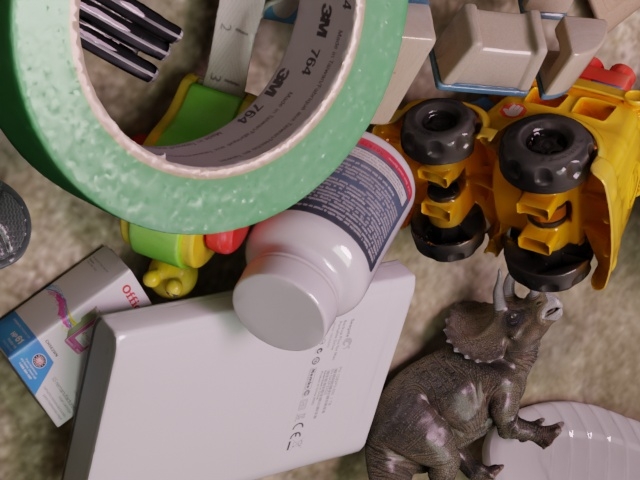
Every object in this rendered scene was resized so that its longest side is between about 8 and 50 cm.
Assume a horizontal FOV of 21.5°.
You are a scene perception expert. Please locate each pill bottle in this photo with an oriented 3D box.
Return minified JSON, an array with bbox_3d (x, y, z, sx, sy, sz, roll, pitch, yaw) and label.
[{"bbox_3d":[0.000,0.000,1.372,0.180,0.108,0.108,-60,142,-44],"label":"pill bottle"}]

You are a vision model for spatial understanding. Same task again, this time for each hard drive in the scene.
[{"bbox_3d":[-0.068,0.128,1.446,0.307,0.040,0.203,-9,128,-37],"label":"hard drive"}]

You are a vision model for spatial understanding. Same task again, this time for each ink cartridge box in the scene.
[{"bbox_3d":[-0.194,0.077,1.375,0.122,0.052,0.088,-38,129,-13],"label":"ink cartridge box"}]

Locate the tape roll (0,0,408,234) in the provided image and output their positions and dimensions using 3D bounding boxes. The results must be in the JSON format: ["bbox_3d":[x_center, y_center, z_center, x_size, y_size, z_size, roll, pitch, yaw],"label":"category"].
[{"bbox_3d":[-0.086,-0.167,1.176,0.321,0.077,0.321,-13,113,-33],"label":"tape roll"}]

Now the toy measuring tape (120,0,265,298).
[{"bbox_3d":[-0.095,-0.089,1.295,0.121,0.121,0.330,-5,124,-31],"label":"toy measuring tape"}]

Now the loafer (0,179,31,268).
[{"bbox_3d":[-0.346,-0.016,1.228,0.267,0.084,0.096,2,81,-37],"label":"loafer"}]

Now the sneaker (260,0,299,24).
[{"bbox_3d":[-0.004,-0.274,1.294,0.092,0.087,0.228,-9,117,-29],"label":"sneaker"}]

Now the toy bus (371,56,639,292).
[{"bbox_3d":[0.181,-0.086,1.467,0.211,0.220,0.149,-57,151,-36],"label":"toy bus"}]

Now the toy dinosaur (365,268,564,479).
[{"bbox_3d":[0.121,0.165,1.594,0.313,0.121,0.160,-43,94,7],"label":"toy dinosaur"}]

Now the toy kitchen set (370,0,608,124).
[{"bbox_3d":[0.112,-0.192,1.402,0.207,0.166,0.122,3,149,-18],"label":"toy kitchen set"}]

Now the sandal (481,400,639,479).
[{"bbox_3d":[0.329,0.273,1.771,0.416,0.169,0.102,11,149,-30],"label":"sandal"}]

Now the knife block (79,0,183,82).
[{"bbox_3d":[-0.225,-0.201,1.188,0.276,0.088,0.242,-22,122,-23],"label":"knife block"}]

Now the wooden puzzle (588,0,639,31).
[{"bbox_3d":[0.294,-0.331,1.489,0.221,0.044,0.238,-38,133,-11],"label":"wooden puzzle"}]
